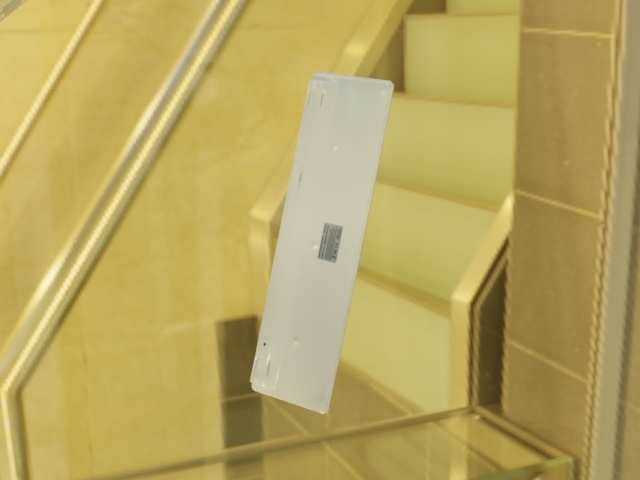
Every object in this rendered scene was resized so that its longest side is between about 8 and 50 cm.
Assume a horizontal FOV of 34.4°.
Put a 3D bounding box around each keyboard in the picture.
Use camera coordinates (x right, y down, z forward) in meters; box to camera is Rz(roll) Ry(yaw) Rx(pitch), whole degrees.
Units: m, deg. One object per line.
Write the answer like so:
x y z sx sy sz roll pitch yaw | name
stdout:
0.000 0.000 0.793 0.072 0.014 0.256 13 94 25 | keyboard

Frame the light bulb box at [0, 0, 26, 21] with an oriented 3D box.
-0.180 -0.227 0.216 0.358 0.225 0.361 51 172 -10 | light bulb box
